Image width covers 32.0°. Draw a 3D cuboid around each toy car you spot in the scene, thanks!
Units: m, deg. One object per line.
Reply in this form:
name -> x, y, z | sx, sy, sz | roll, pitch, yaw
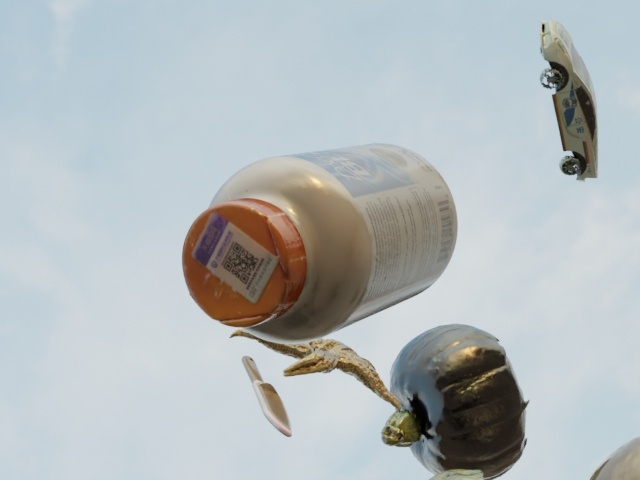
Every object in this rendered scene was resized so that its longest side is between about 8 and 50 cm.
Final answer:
toy car -> 0.295, -0.165, 1.314 | 0.056, 0.095, 0.205 | -8, -59, 18

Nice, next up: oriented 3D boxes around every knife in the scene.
knife -> -0.071, 0.209, 1.531 | 0.046, 0.256, 0.022 | 34, -85, -19

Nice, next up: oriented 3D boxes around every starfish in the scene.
starfish -> -0.001, 0.178, 1.687 | 0.277, 0.236, 0.062 | 19, -84, 1

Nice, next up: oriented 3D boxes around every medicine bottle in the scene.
medicine bottle -> 0.000, 0.000, 0.968 | 0.289, 0.157, 0.157 | -15, -47, -61

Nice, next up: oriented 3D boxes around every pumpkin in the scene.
pumpkin -> 0.221, 0.306, 2.001 | 0.296, 0.296, 0.296 | -17, -53, -23

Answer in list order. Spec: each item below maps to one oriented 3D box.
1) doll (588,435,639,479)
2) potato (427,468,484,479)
doll -> 0.346, 0.349, 1.336 | 0.330, 0.174, 0.235 | -38, -10, 13
potato -> 0.147, 0.429, 1.522 | 0.111, 0.160, 0.271 | 10, -76, 2
